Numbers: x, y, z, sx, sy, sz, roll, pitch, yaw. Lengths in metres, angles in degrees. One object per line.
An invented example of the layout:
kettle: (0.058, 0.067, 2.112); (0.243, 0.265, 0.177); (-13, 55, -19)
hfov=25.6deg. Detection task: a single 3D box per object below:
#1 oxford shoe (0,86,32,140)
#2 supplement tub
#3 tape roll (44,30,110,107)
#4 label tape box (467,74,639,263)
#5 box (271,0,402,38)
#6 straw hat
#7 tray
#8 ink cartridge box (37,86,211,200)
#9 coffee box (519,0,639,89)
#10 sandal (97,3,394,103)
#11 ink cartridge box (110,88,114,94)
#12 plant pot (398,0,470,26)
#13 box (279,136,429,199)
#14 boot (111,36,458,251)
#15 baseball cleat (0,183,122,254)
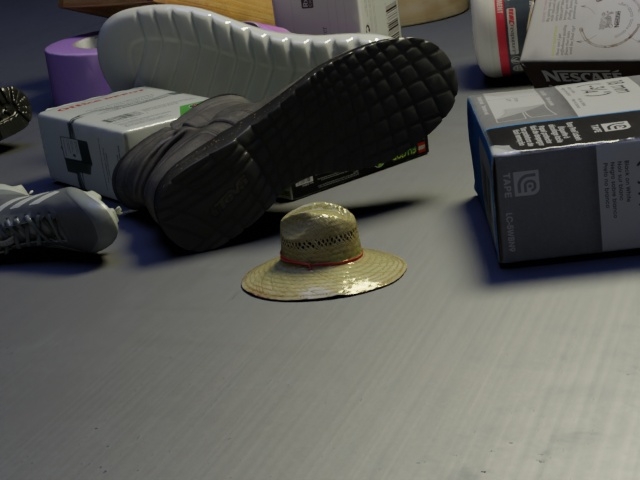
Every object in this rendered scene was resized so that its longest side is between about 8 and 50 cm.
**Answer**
oxford shoe: (-0.484, -0.129, 1.822); (0.096, 0.083, 0.227); (-18, 5, 45)
supplement tub: (0.342, -0.323, 1.897); (0.272, 0.191, 0.191); (-4, 17, 10)
tape roll: (-0.274, -0.266, 2.136); (0.275, 0.090, 0.275); (-6, 17, 2)
label tape box: (0.309, -0.078, 1.261); (0.333, 0.106, 0.240); (-6, 18, 3)
box: (0.028, -0.260, 1.835); (0.119, 0.181, 0.182); (-1, 18, 20)
straw hat: (0.000, 0.000, 1.206); (0.144, 0.061, 0.144); (-6, 18, 2)
tray: (-0.204, -0.386, 2.296); (0.203, 0.076, 0.411); (4, 0, 36)
ink cartridge box: (-0.205, -0.112, 1.606); (0.153, 0.087, 0.208); (-19, 21, -32)
coffee box: (0.376, -0.189, 1.445); (0.297, 0.119, 0.168); (4, -24, 29)
sandal: (-0.070, -0.198, 1.722); (0.416, 0.169, 0.102); (11, 24, 13)
ink cartridge box: (-0.142, -0.206, 1.950); (0.232, 0.066, 0.189); (-27, 25, -38)
plant pot: (0.099, -0.546, 2.576); (0.323, 0.280, 0.323); (-7, 16, 2)
box: (0.008, -0.094, 1.551); (0.207, 0.036, 0.114); (-21, 22, -38)
boot: (-0.048, -0.121, 1.425); (0.338, 0.118, 0.223); (-26, 21, -12)
baseball cleat: (-0.283, -0.006, 1.357); (0.206, 0.072, 0.109); (4, 34, 46)
